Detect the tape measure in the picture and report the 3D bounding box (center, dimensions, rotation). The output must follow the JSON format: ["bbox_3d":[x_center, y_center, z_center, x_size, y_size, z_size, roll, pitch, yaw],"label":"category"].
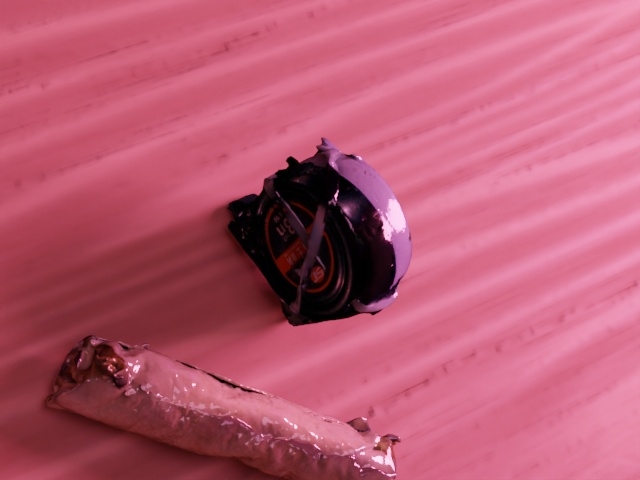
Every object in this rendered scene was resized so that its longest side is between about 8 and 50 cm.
[{"bbox_3d":[0.001,0.000,0.851,0.054,0.094,0.091,-28,88,-38],"label":"tape measure"}]

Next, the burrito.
[{"bbox_3d":[-0.043,0.092,0.833,0.185,0.041,0.045,22,23,-19],"label":"burrito"}]
